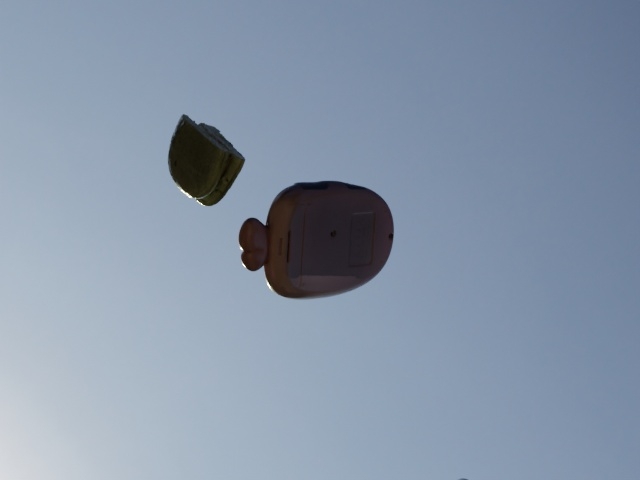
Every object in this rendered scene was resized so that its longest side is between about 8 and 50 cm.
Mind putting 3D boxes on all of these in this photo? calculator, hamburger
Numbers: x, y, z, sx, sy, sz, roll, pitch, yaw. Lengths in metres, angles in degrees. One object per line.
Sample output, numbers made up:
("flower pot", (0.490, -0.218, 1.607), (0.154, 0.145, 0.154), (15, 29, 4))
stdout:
("calculator", (0.000, 0.000, 1.053), (0.024, 0.166, 0.103), (17, -73, 49))
("hamburger", (-0.144, -0.090, 1.487), (0.121, 0.054, 0.084), (40, -73, 42))

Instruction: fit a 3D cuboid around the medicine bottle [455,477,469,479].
("medicine bottle", (0.062, 0.279, 1.069), (0.086, 0.183, 0.086), (159, -90, -80))
